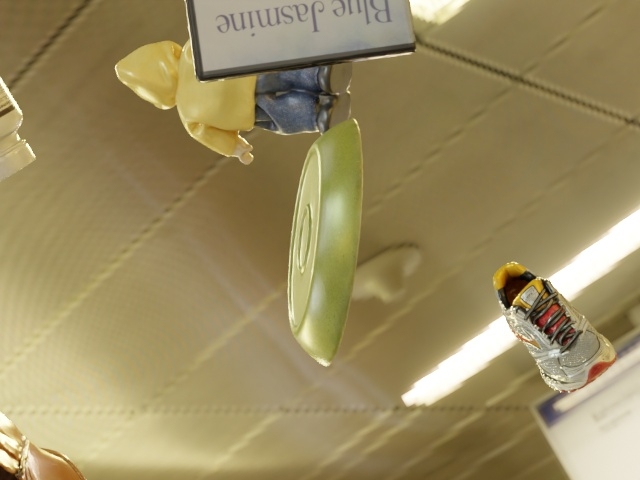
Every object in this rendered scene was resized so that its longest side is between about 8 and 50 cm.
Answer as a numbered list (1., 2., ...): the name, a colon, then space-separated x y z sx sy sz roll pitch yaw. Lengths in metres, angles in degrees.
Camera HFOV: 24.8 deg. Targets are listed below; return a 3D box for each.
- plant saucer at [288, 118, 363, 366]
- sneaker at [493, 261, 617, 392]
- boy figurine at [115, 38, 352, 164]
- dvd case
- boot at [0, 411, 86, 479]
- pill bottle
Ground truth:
1. plant saucer: 0.000 0.000 1.404 0.037 0.241 0.241 6 -33 -9
2. sneaker: 0.268 0.102 1.732 0.088 0.225 0.093 -39 -57 -4
3. boy figurine: -0.108 -0.180 1.745 0.092 0.285 0.177 -44 -43 -60
4. dvd case: -0.029 -0.263 1.168 0.180 0.253 0.022 -8 1 -1
5. boot: -0.251 0.216 1.226 0.073 0.152 0.197 -42 -66 -3
6. pill bottle: -0.422 -0.161 1.727 0.108 0.194 0.108 -28 11 6
